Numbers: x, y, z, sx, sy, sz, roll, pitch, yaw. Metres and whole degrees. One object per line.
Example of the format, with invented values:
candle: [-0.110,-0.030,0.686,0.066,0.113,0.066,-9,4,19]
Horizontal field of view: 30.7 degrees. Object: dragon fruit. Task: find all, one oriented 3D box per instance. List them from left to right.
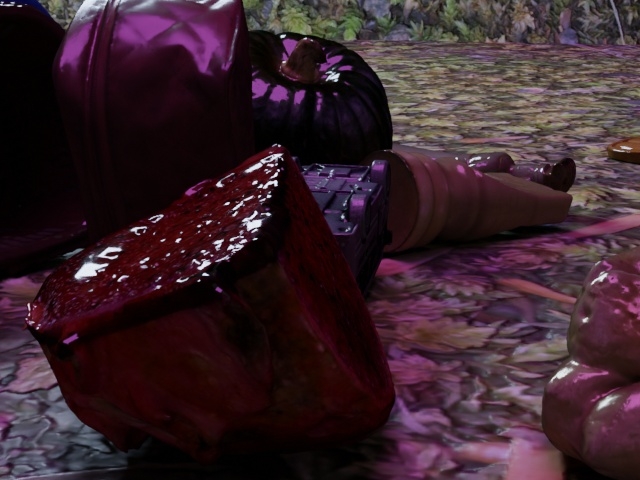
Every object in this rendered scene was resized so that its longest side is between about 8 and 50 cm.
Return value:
dragon fruit: [-0.046,0.044,0.601,0.189,0.163,0.261,34,10,-6]

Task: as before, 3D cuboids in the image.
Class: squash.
squash: [-0.034,-0.105,1.079,0.218,0.172,0.218,-1,17,0]

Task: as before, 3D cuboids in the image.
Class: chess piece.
chess piece: [0.128,-0.036,1.028,0.200,0.090,0.090,-2,14,-38]

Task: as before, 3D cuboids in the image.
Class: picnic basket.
picnic basket: [-0.322,-0.064,0.919,0.129,0.222,0.297,-16,-1,44]

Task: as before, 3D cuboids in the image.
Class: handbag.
handbag: [-0.112,-0.067,0.846,0.135,0.225,0.146,0,42,4]

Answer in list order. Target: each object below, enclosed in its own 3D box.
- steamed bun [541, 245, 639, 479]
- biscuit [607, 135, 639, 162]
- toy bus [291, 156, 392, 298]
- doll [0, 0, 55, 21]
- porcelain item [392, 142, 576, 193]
steamed bun: [0.206,0.062,0.595,0.192,0.106,0.177,-13,19,-38]
biscuit: [0.422,-0.112,1.410,0.118,0.023,0.140,12,18,37]
toy bus: [0.000,0.000,0.845,0.087,0.098,0.178,2,18,11]
doll: [-0.380,-0.164,1.330,0.376,0.187,0.365,-32,16,-13]
porcelain item: [0.147,-0.065,1.165,0.213,0.054,0.084,8,19,27]
